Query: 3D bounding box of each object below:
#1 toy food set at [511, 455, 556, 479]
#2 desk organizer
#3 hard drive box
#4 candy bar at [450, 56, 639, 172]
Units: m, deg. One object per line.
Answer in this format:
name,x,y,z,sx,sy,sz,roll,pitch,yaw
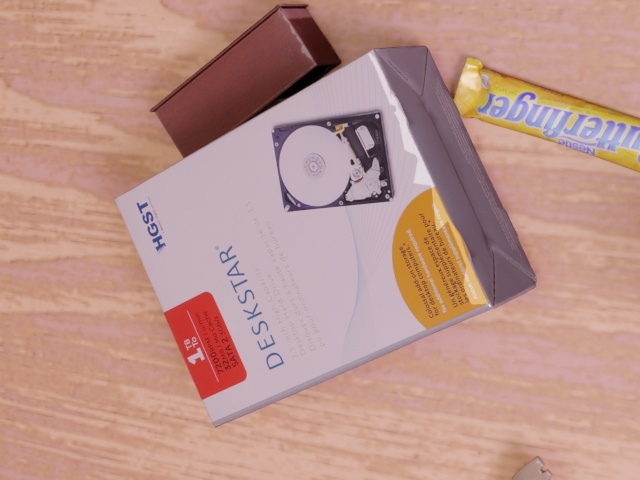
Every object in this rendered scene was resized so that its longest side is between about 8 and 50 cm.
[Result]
toy food set,0.162,0.252,0.850,0.192,0.038,0.132,52,132,15
desk organizer,-0.053,-0.110,0.921,0.130,0.047,0.050,-35,84,25
hard drive box,0.000,0.000,0.881,0.232,0.089,0.181,-28,85,30
candy bar,0.162,-0.077,0.839,0.161,0.018,0.040,22,107,22
